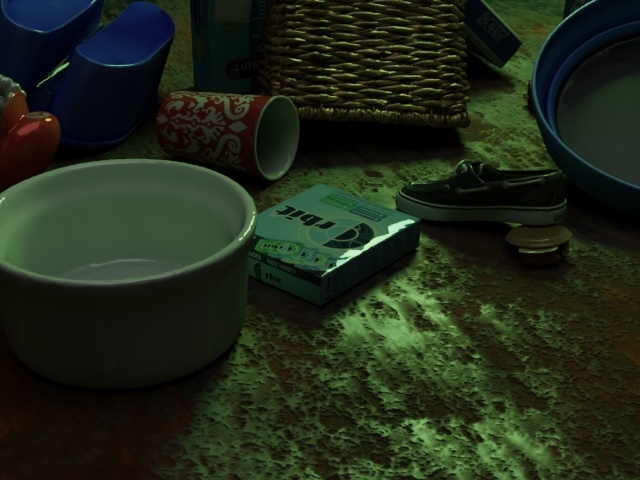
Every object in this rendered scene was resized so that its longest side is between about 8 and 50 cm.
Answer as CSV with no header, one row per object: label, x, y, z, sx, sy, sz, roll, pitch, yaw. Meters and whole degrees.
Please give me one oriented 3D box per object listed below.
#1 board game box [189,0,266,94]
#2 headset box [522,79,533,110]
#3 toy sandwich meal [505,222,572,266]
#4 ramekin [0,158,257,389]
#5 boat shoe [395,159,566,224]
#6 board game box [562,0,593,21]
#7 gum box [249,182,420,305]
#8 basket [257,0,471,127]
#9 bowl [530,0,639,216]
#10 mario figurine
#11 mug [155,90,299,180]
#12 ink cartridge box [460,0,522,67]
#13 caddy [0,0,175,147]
board game box,-0.077,-0.409,1.761,0.254,0.336,0.079,-12,31,-22
headset box,0.357,-0.224,1.740,0.083,0.032,0.062,2,27,5
toy sandwich meal,0.258,0.004,1.317,0.085,0.029,0.085,-6,18,2
ramekin,-0.201,0.032,1.142,0.277,0.135,0.277,0,29,0
boat shoe,0.195,-0.065,1.378,0.219,0.070,0.078,3,22,27
board game box,0.421,-0.378,1.775,0.042,0.243,0.165,11,16,19
gum box,0.000,0.000,1.304,0.157,0.041,0.184,22,34,34
basket,0.057,-0.245,1.679,0.299,0.223,0.213,1,-14,-10
bowl,0.475,-0.183,1.467,0.391,0.077,0.391,-4,53,6
mario figurine,-0.486,-0.142,1.416,0.320,0.170,0.198,-3,69,9
mug,-0.123,-0.139,1.531,0.169,0.150,0.113,11,66,27
ink cartridge box,0.156,-0.451,1.899,0.324,0.071,0.330,37,8,-30
caddy,-0.360,-0.256,1.649,0.241,0.179,0.341,27,30,-1
